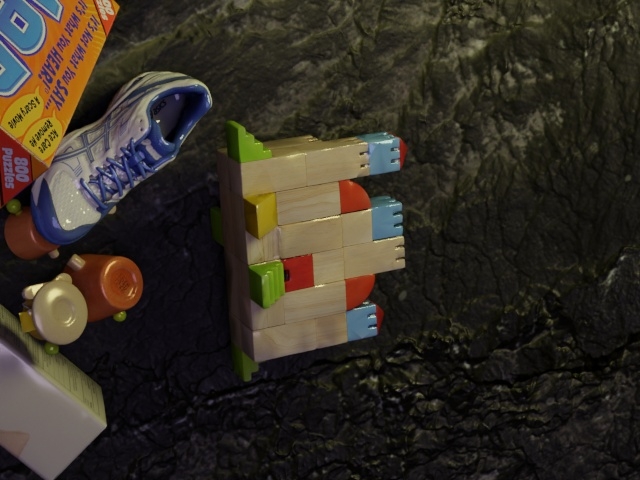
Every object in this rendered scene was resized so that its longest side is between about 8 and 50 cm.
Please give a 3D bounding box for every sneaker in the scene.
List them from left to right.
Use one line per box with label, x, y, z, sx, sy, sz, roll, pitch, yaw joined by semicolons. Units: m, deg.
sneaker;-0.262;-0.117;1.895;0.112;0.131;0.296;49;64;-31

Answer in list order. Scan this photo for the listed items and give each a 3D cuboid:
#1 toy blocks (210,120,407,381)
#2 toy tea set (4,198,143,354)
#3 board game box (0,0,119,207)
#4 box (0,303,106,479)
toy blocks;0.000;0.000;2.047;0.261;0.191;0.381;-10;109;-22
toy tea set;-0.366;-0.019;1.974;0.200;0.124;0.336;-13;92;-45
board game box;-0.512;-0.207;1.673;0.356;0.356;0.356;-34;117;29
box;-0.449;0.178;1.994;0.121;0.148;0.311;-45;110;4
